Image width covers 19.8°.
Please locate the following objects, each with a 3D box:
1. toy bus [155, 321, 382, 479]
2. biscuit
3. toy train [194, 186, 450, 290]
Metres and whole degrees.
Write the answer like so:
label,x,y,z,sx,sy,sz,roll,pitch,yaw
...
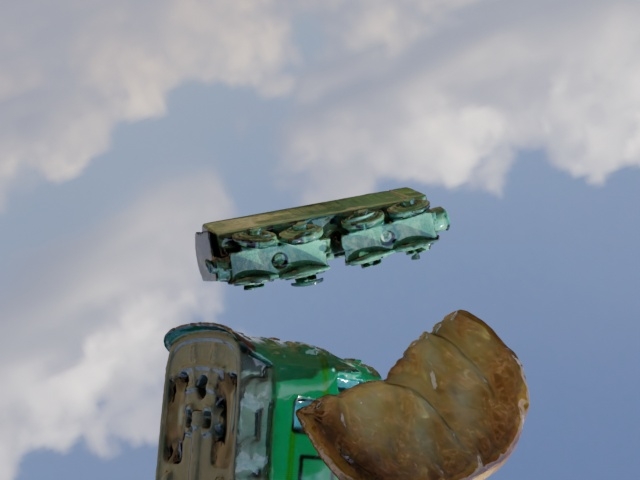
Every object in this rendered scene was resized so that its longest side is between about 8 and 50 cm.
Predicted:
label,x,y,z,sx,sy,sz,roll,pitch,yaw
toy bus,-0.046,0.255,1.716,0.199,0.344,0.183,7,174,-29
biscuit,0.104,0.154,1.647,0.299,0.154,0.045,-27,148,-51
toy train,0.000,0.000,1.056,0.148,0.038,0.071,-10,-170,-19
